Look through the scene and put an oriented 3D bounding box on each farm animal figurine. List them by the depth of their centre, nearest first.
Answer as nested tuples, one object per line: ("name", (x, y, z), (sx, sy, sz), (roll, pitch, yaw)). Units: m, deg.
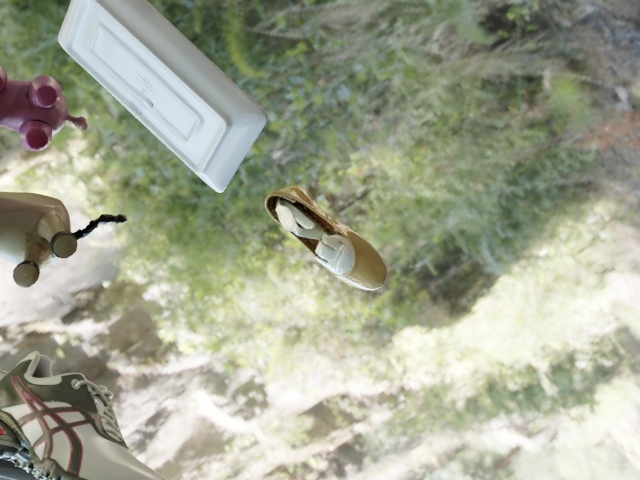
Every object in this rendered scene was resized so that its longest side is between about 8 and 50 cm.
("farm animal figurine", (-0.354, -0.090, 0.756), (0.330, 0.327, 0.172), (70, 169, -21))

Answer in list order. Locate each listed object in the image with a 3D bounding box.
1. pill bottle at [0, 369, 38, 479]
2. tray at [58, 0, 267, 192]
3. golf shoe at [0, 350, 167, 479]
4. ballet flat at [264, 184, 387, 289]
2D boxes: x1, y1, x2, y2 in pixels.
("pill bottle", (-0.517, 0.296, 1.635), (0.319, 0.176, 0.176), (28, -156, -39))
("tray", (-0.188, -0.178, 1.143), (0.270, 0.145, 0.030), (43, -133, 5))
("golf shoe", (-0.247, 0.197, 1.052), (0.273, 0.120, 0.105), (18, 160, 31))
("ballet flat", (0.000, 0.000, 1.540), (0.232, 0.080, 0.073), (40, -153, 30))
